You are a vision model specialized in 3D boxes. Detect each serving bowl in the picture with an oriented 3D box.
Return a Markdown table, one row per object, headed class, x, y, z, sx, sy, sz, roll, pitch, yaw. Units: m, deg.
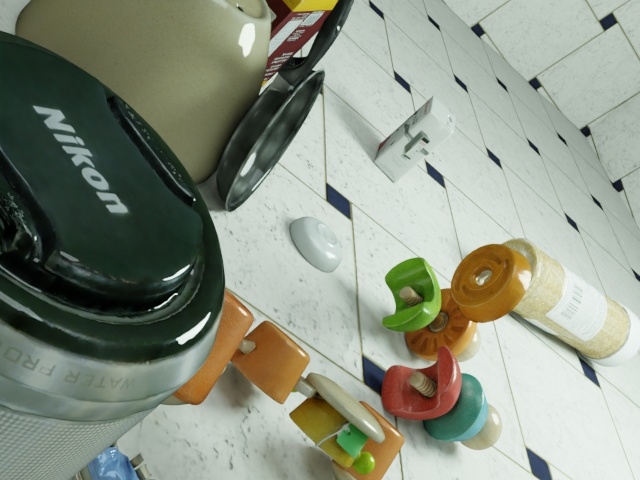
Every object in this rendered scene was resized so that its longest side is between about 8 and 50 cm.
| class | x | y | z | sx | sy | sz | roll | pitch | yaw |
| --- | --- | --- | --- | --- | --- | --- | --- | --- | --- |
| serving bowl | 0.000 | 0.000 | 1.158 | 0.083 | 0.027 | 0.083 | 39 | 27 | -24 |

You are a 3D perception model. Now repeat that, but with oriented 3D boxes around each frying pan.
| class | x | y | z | sx | sy | sz | roll | pitch | yaw |
| --- | --- | --- | --- | --- | --- | --- | --- | --- | --- |
| frying pan | -0.054 | -0.136 | 0.978 | 0.053 | 0.197 | 0.326 | 35 | -14 | 4 |

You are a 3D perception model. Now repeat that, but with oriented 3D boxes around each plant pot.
| class | x | y | z | sx | sy | sz | roll | pitch | yaw |
| --- | --- | --- | --- | --- | --- | --- | --- | --- | --- |
| plant pot | -0.167 | -0.229 | 1.014 | 0.284 | 0.191 | 0.284 | 37 | 28 | -24 |

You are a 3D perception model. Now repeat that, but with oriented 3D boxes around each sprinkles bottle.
| class | x | y | z | sx | sy | sz | roll | pitch | yaw |
| --- | --- | --- | --- | --- | --- | --- | --- | --- | --- |
| sprinkles bottle | 0.438 | 0.116 | 1.606 | 0.355 | 0.121 | 0.121 | 30 | 31 | -36 |

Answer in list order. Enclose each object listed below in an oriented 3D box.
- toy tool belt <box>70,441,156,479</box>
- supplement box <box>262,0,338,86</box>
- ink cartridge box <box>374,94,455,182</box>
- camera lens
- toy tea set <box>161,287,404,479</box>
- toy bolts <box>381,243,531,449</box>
| class | x | y | z | sx | sy | sz | roll | pitch | yaw |
| --- | --- | --- | --- | --- | --- | --- | --- | --- | --- |
| toy tool belt | -0.142 | 0.178 | 0.643 | 0.083 | 0.051 | 0.052 | 53 | 25 | 6 |
| supplement box | -0.096 | -0.311 | 1.239 | 0.129 | 0.194 | 0.191 | 50 | 25 | 2 |
| ink cartridge box | 0.163 | -0.175 | 1.545 | 0.056 | 0.135 | 0.099 | 43 | 25 | -11 |
| camera lens | -0.202 | 0.043 | 0.469 | 0.219 | 0.274 | 0.219 | 37 | 28 | -24 |
| toy tea set | -0.060 | 0.144 | 0.803 | 0.336 | 0.124 | 0.200 | 41 | -4 | -9 |
| toy bolts | 0.188 | 0.138 | 1.100 | 0.158 | 0.218 | 0.229 | 40 | 44 | -33 |
